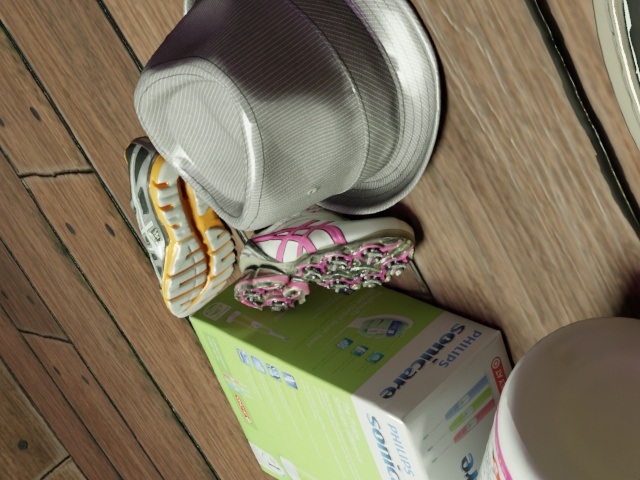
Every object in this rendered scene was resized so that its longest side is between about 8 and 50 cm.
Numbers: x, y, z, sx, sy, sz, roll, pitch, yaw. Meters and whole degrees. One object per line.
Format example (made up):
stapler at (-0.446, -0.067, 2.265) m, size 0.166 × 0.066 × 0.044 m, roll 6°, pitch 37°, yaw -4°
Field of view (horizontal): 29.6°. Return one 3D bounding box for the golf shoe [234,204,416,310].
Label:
golf shoe at (0.000, 0.000, 0.995) m, size 0.186 × 0.086 × 0.067 m, roll -15°, pitch 149°, yaw 41°

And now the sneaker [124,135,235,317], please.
sneaker at (-0.144, -0.015, 1.209) m, size 0.083 × 0.084 × 0.214 m, roll 33°, pitch 140°, yaw 36°

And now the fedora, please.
fedora at (-0.046, -0.100, 0.876) m, size 0.243 × 0.124 × 0.275 m, roll 50°, pitch 155°, yaw -1°

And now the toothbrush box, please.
toothbrush box at (0.041, 0.148, 1.068) m, size 0.283 × 0.122 × 0.206 m, roll 21°, pitch 141°, yaw 48°

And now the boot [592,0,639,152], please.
boot at (0.258, 0.019, 0.418) m, size 0.377 × 0.138 × 0.284 m, roll 58°, pitch 177°, yaw -23°

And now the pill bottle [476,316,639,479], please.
pill bottle at (0.185, 0.190, 0.844) m, size 0.160 × 0.160 × 0.283 m, roll 39°, pitch 152°, yaw 23°
